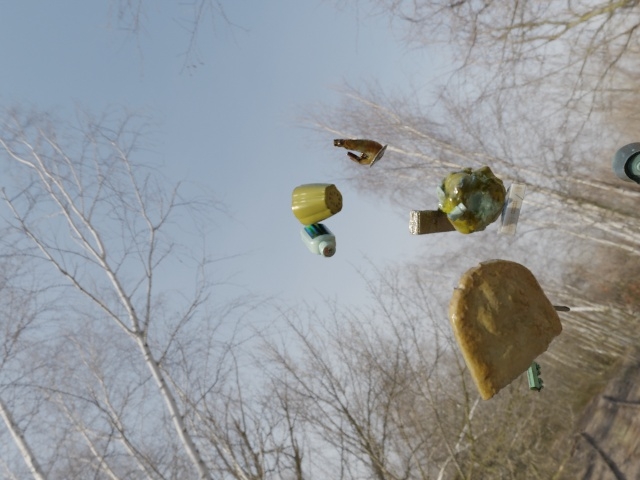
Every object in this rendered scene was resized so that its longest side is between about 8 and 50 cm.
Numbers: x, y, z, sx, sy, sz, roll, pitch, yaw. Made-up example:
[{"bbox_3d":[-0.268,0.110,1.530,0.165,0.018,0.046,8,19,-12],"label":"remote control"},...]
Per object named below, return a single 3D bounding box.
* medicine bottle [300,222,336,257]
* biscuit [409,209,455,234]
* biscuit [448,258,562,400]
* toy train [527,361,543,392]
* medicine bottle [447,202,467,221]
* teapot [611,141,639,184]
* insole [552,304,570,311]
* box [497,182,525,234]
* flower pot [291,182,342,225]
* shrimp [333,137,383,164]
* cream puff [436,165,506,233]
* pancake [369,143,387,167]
[{"bbox_3d":[0.000,0.000,1.856,0.121,0.229,0.083,-14,-65,-14],"label":"medicine bottle"},{"bbox_3d":[0.650,-0.112,2.448,0.425,0.078,0.144,-7,-82,-43],"label":"biscuit"},{"bbox_3d":[0.678,0.285,1.578,0.429,0.104,0.446,-24,-90,-15],"label":"biscuit"},{"bbox_3d":[1.011,0.641,2.034,0.038,0.070,0.148,122,163,-49],"label":"toy train"},{"bbox_3d":[0.620,-0.128,1.953,0.083,0.047,0.047,-45,-30,17],"label":"medicine bottle"},{"bbox_3d":[1.323,-0.332,1.782,0.225,0.170,0.203,-27,-51,-60],"label":"teapot"},{"bbox_3d":[1.017,0.309,2.093,0.119,0.348,0.009,53,-133,-63],"label":"insole"},{"bbox_3d":[0.899,-0.142,2.033,0.149,0.067,0.233,9,-87,-77],"label":"box"},{"bbox_3d":[-0.005,-0.171,1.933,0.195,0.179,0.195,9,-101,-49],"label":"flower pot"},{"bbox_3d":[0.171,-0.411,1.954,0.248,0.068,0.150,16,-41,-19],"label":"shrimp"},{"bbox_3d":[0.802,-0.241,2.340,0.378,0.275,0.379,-2,-74,-6],"label":"cream puff"},{"bbox_3d":[0.218,-0.316,1.615,0.115,0.011,0.115,-49,-4,-4],"label":"pancake"}]
